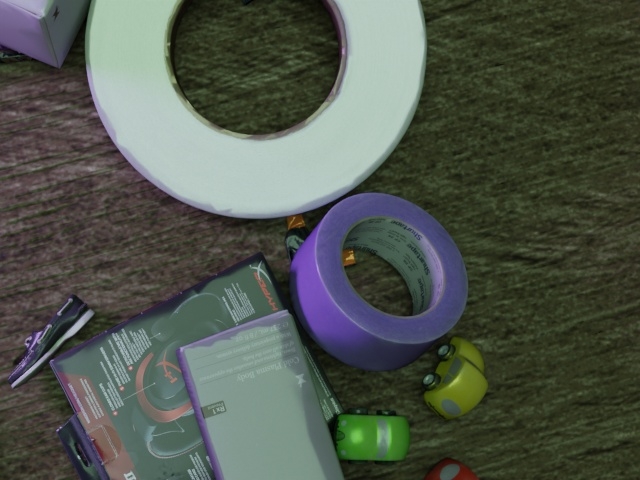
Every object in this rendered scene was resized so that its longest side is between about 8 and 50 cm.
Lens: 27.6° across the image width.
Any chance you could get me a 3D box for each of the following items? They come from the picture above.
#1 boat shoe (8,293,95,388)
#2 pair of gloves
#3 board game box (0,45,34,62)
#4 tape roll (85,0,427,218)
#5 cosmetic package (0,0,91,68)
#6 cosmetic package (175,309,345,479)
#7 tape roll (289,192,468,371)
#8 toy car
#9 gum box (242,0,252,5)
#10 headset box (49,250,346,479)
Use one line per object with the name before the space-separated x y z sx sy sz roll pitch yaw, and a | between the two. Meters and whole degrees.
boat shoe | -0.312 0.114 1.476 0.038 0.046 0.125 44 79 -1
pair of gloves | 0.000 0.000 1.539 0.083 0.010 0.074 -8 86 -6
board game box | -0.456 -0.265 1.507 0.259 0.030 0.136 -7 83 -7
tape roll | -0.071 -0.218 1.492 0.392 0.072 0.392 0 93 -3
cosmetic package | -0.419 -0.361 1.431 0.365 0.155 0.197 24 74 1
cosmetic package | -0.057 0.205 1.356 0.127 0.107 0.238 -19 86 -11
tape roll | 0.065 0.046 1.466 0.189 0.080 0.189 12 57 -19
toy car | 0.112 0.222 1.452 0.225 0.053 0.239 7 81 -41
gum box | -0.075 -0.401 1.554 0.157 0.041 0.184 -33 88 -8
headset box | -0.148 0.175 1.455 0.293 0.110 0.218 -28 88 -8
